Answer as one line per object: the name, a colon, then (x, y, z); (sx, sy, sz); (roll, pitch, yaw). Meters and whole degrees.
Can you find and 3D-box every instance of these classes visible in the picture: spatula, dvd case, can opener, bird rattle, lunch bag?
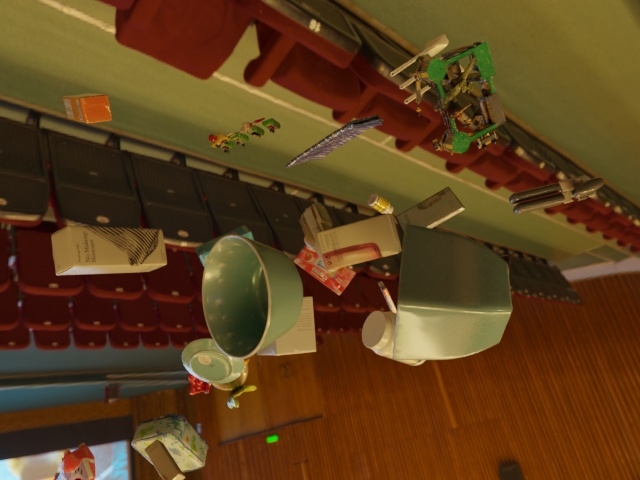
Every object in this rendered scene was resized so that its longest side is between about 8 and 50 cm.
spatula: (0.391, -0.639, 1.828); (0.242, 0.168, 0.019); (-29, 178, 24)
dvd case: (0.428, -0.108, 1.936); (0.253, 0.180, 0.022); (-31, 120, 12)
can opener: (0.748, -0.154, 1.540); (0.283, 0.076, 0.095); (-13, 163, -6)
bird rattle: (-0.345, 0.468, 1.733); (0.253, 0.207, 0.143); (22, -166, 19)
lunch bag: (-0.477, 0.647, 1.544); (0.176, 0.090, 0.219); (-19, 124, 14)

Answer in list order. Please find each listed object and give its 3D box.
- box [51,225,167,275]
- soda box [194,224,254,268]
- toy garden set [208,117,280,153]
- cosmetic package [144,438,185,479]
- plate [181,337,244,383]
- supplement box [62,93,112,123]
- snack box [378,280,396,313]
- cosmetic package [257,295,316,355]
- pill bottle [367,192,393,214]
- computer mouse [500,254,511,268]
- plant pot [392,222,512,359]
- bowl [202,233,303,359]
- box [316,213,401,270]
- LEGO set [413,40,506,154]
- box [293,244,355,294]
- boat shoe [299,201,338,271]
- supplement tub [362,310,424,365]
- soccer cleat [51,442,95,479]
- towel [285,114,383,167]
box: (-0.556, 0.027, 1.303); (0.094, 0.113, 0.275); (-18, 170, 33)
soda box: (-0.353, 0.024, 1.817); (0.210, 0.067, 0.071); (-27, 126, -17)
toy garden set: (-0.279, -0.382, 1.788); (0.244, 0.049, 0.204); (-19, 180, 11)
cosmetic package: (-0.408, 0.584, 1.274); (0.041, 0.115, 0.060); (-37, 150, -19)
plate: (-0.320, 0.365, 1.440); (0.188, 0.024, 0.188); (2, 123, 3)
supplement box: (-0.713, -0.405, 1.483); (0.078, 0.080, 0.233); (-19, -152, -34)
snack box: (0.302, 0.264, 2.149); (0.022, 0.064, 0.178); (-27, 119, 0)
cosmetic package: (-0.119, 0.284, 1.619); (0.151, 0.184, 0.151); (3, 169, -32)
pill bottle: (0.281, -0.166, 2.253); (0.116, 0.065, 0.065); (29, 136, -28)
computer mouse: (0.529, 0.150, 1.636); (0.262, 0.060, 0.184); (-15, 141, -20)
plant pot: (0.311, 0.136, 1.161); (0.252, 0.247, 0.248); (5, 139, 10)
bowl: (-0.162, 0.137, 1.263); (0.163, 0.312, 0.311); (-2, 155, -43)
box: (0.125, 0.004, 1.533); (0.232, 0.127, 0.148); (-14, 179, 15)
LEGO set: (0.394, -0.428, 1.460); (0.255, 0.331, 0.192); (-36, -158, -6)
box: (0.019, 0.119, 2.174); (0.128, 0.257, 0.122); (-53, 177, -3)
boat shoe: (0.000, 0.000, 1.850); (0.103, 0.302, 0.113); (-35, 141, 25)
supplement tub: (0.250, 0.315, 1.584); (0.199, 0.144, 0.144); (23, 141, -25)
soccer cleat: (-0.596, 0.589, 1.184); (0.083, 0.095, 0.248); (-11, 141, -45)
towel: (0.053, -0.364, 1.817); (0.336, 0.040, 0.243); (-26, -178, 38)
